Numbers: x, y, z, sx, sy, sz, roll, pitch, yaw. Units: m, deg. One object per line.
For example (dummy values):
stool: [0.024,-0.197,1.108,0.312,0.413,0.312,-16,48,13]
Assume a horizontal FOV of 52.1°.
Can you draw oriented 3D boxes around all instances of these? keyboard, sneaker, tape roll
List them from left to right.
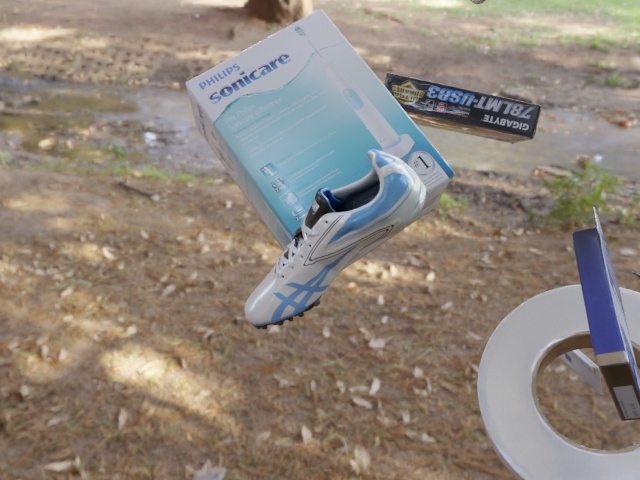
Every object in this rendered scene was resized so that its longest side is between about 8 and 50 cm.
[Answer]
sneaker: [0.000,0.000,0.676,0.237,0.086,0.085,-42,21,16]
keyboard: [0.556,0.254,1.471,0.014,0.072,0.256,-23,20,-1]
tape roll: [0.461,0.258,1.089,0.391,0.072,0.392,-8,57,12]

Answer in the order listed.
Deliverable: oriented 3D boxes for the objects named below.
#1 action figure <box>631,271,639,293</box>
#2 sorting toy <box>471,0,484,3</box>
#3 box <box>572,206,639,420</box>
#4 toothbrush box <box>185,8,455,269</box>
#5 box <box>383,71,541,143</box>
action figure: [0.688,0.196,1.316,0.164,0.276,0.141,13,-15,-30]
sorting toy: [0.226,-0.465,0.922,0.208,0.193,0.038,51,13,20]
box: [0.345,0.083,0.790,0.036,0.136,0.225,-14,45,26]
toothbrush box: [-0.006,-0.122,0.866,0.216,0.126,0.296,-34,78,-13]
box: [0.275,-0.262,1.338,0.295,0.073,0.293,13,9,6]
